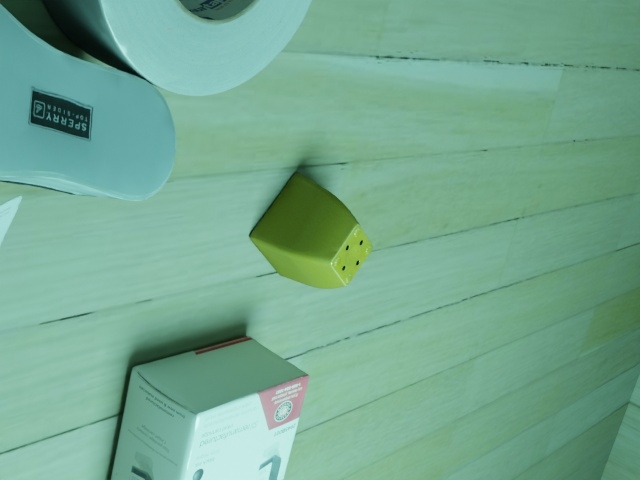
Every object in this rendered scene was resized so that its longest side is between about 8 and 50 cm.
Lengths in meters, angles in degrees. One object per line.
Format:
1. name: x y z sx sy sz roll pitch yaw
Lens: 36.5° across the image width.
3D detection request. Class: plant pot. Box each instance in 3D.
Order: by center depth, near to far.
1. plant pot: 0.000 0.000 0.922 0.081 0.083 0.081 -55 147 -14

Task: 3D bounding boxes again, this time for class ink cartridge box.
1. ink cartridge box: -0.111 0.217 0.909 0.158 0.092 0.218 -10 121 -51

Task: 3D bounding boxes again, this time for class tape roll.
1. tape roll: -0.089 -0.214 0.666 0.219 0.072 0.219 -34 137 -38

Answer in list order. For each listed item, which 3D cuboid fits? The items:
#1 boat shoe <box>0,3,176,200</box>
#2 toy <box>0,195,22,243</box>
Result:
1. boat shoe: -0.208 -0.087 0.556 0.306 0.105 0.113 8 85 -64
2. toy: -0.273 0.068 0.558 0.237 0.056 0.137 -56 177 29
